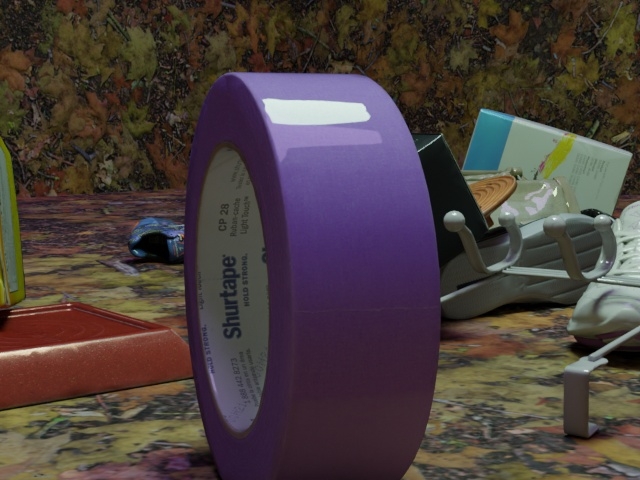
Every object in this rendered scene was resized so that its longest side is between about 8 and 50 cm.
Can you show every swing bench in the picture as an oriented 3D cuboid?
[{"bbox_3d":[0.242,-0.029,1.781,0.253,0.165,0.254,-1,7,-17],"label":"swing bench"}]

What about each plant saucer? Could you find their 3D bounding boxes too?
[{"bbox_3d":[-0.281,0.104,1.109,0.259,0.048,0.258,-4,8,-38],"label":"plant saucer"}]

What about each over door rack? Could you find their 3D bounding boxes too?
[{"bbox_3d":[0.200,0.044,1.041,0.239,0.108,0.324,4,25,38],"label":"over door rack"}]

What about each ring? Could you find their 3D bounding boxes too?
[{"bbox_3d":[0.107,0.005,1.485,0.336,0.032,0.336,-28,8,4],"label":"ring"}]

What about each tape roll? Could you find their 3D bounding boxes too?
[{"bbox_3d":[-0.018,0.029,0.741,0.090,0.275,0.275,-1,6,-19],"label":"tape roll"}]

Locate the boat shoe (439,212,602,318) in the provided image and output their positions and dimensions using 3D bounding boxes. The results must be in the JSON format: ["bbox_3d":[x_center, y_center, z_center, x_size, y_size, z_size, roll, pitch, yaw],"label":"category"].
[{"bbox_3d":[0.245,0.024,1.486,0.335,0.121,0.119,-6,13,-33],"label":"boat shoe"}]

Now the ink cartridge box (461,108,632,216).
[{"bbox_3d":[0.389,-0.104,2.023,0.270,0.197,0.198,18,9,9],"label":"ink cartridge box"}]

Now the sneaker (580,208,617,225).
[{"bbox_3d":[0.445,0.004,1.779,0.124,0.107,0.283,4,5,-16],"label":"sneaker"}]

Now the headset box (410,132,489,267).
[{"bbox_3d":[0.017,-0.010,1.305,0.246,0.131,0.283,-35,18,-18],"label":"headset box"}]

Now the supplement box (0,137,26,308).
[{"bbox_3d":[-0.440,-0.015,1.257,0.195,0.194,0.356,-6,-1,-12],"label":"supplement box"}]

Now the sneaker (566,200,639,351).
[{"bbox_3d":[0.336,0.036,1.250,0.114,0.152,0.305,4,9,16],"label":"sneaker"}]

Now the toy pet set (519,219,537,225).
[{"bbox_3d":[0.306,0.031,1.609,0.122,0.114,0.065,-8,34,-40],"label":"toy pet set"}]

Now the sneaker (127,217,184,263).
[{"bbox_3d":[-0.223,0.008,1.913,0.221,0.083,0.087,-4,19,13],"label":"sneaker"}]
